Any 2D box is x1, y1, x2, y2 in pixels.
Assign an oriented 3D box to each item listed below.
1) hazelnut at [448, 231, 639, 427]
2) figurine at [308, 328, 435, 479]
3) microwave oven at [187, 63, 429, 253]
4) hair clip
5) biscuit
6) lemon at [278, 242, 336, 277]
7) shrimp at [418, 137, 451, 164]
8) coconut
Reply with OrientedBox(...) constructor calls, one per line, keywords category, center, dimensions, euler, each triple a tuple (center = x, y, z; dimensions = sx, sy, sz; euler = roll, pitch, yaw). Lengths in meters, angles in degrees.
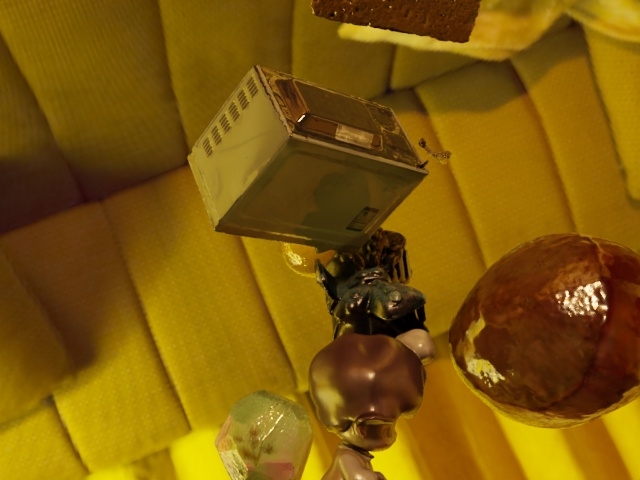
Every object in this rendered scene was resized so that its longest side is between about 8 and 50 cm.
OrientedBox(category="hazelnut", center=(0.463, 0.178, 1.716), dimensions=(0.420, 0.353, 0.421), euler=(-13, 133, -15))
OrientedBox(category="figurine", center=(0.083, 0.336, 1.557), dimensions=(0.206, 0.365, 0.218), euler=(-5, 172, 25))
OrientedBox(category="microwave oven", center=(-0.026, -0.152, 1.723), dimensions=(0.355, 0.218, 0.286), euler=(9, 134, -40))
OrientedBox(category="hair clip", center=(0.102, 0.113, 1.868), dimensions=(0.206, 0.310, 0.195), euler=(-9, 120, 1))
OrientedBox(category="biscuit", center=(0.110, -0.355, 1.273), dimensions=(0.236, 0.026, 0.131), euler=(10, 128, -1))
OrientedBox(category="lemon", center=(0.000, 0.000, 2.220), dimensions=(0.244, 0.187, 0.187), euler=(-10, 175, 33))
OrientedBox(category="shrimp", center=(0.278, -0.214, 2.188), dimensions=(0.025, 0.091, 0.127), euler=(-52, -170, -5))
OrientedBox(category="coconut", center=(-0.127, 0.461, 2.055), dimensions=(0.235, 0.236, 0.204), euler=(-23, 168, -4))
